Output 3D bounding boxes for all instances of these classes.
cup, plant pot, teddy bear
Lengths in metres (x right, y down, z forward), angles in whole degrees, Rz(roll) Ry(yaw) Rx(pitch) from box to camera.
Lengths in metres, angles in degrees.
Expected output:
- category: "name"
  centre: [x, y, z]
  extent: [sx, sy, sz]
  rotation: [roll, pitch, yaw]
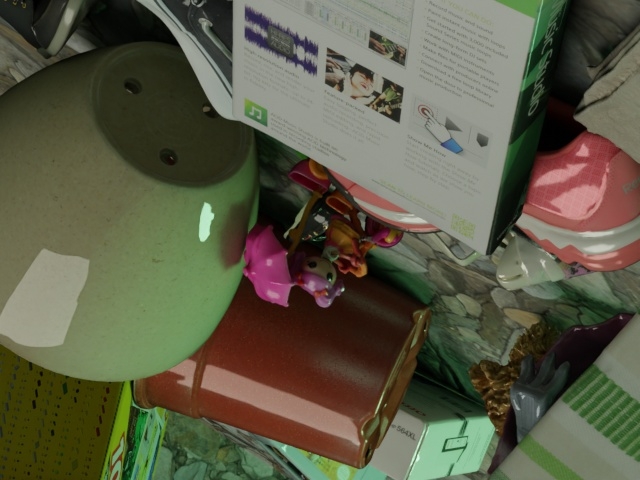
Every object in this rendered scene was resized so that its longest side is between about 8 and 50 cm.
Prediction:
- category: "cup"
  centre: [-0.191, -0.060, 1.676]
  extent: [0.331, 0.331, 0.237]
  rotation: [36, 139, -6]
- category: "plant pot"
  centre: [-0.032, 0.117, 1.939]
  extent: [0.265, 0.272, 0.272]
  rotation: [23, 163, 11]
- category: "teddy bear"
  centre: [0.282, 0.184, 1.679]
  extent: [0.338, 0.113, 0.245]
  rotation: [41, -160, -34]

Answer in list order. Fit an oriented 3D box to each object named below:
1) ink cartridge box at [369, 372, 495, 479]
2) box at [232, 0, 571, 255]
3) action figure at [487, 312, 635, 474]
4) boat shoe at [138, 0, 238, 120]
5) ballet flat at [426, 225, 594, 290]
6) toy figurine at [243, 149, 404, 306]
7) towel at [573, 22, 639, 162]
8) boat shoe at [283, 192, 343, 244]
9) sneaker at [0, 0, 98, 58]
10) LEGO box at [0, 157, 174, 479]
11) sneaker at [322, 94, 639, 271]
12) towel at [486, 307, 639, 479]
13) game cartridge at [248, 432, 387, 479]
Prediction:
- category: "ink cartridge box"
  centre: [0.106, 0.226, 2.118]
  extent: [0.148, 0.086, 0.203]
  rotation: [26, -169, 30]
- category: "box"
  centre: [0.048, -0.151, 1.153]
  extent: [0.232, 0.058, 0.322]
  rotation: [30, 149, 17]
- category: "action figure"
  centre: [0.321, 0.208, 1.427]
  extent: [0.248, 0.275, 0.370]
  rotation: [18, 159, 40]
- category: "boat shoe"
  centre: [-0.072, -0.193, 1.339]
  extent: [0.102, 0.108, 0.301]
  rotation: [9, 148, 30]
- category: "ballet flat"
  centre: [0.153, -0.005, 1.489]
  extent: [0.221, 0.079, 0.077]
  rotation: [26, 162, 26]
- category: "toy figurine"
  centre: [0.000, 0.000, 1.665]
  extent: [0.173, 0.159, 0.130]
  rotation: [36, 165, -9]
- category: "towel"
  centre: [0.307, -0.049, 1.112]
  extent: [0.282, 0.049, 0.187]
  rotation: [34, 166, -2]
- category: "boat shoe"
  centre: [-0.006, -0.017, 1.833]
  extent: [0.042, 0.049, 0.133]
  rotation: [42, 160, 1]
- category: "sneaker"
  centre: [-0.283, -0.242, 1.656]
  extent: [0.118, 0.083, 0.222]
  rotation: [38, 165, -12]
- category: "LEGO box"
  centre: [-0.294, 0.170, 2.059]
  extent: [0.193, 0.500, 0.372]
  rotation: [11, 163, 4]
- category: "sneaker"
  centre: [0.125, -0.079, 1.322]
  extent: [0.314, 0.116, 0.136]
  rotation: [13, 144, 37]
- category: "towel"
  centre: [0.294, 0.153, 1.256]
  extent: [0.248, 0.325, 0.038]
  rotation: [38, -172, -12]
- category: "game cartridge"
  centre: [0.020, 0.222, 2.213]
  extent: [0.062, 0.198, 0.297]
  rotation: [21, 160, 42]
